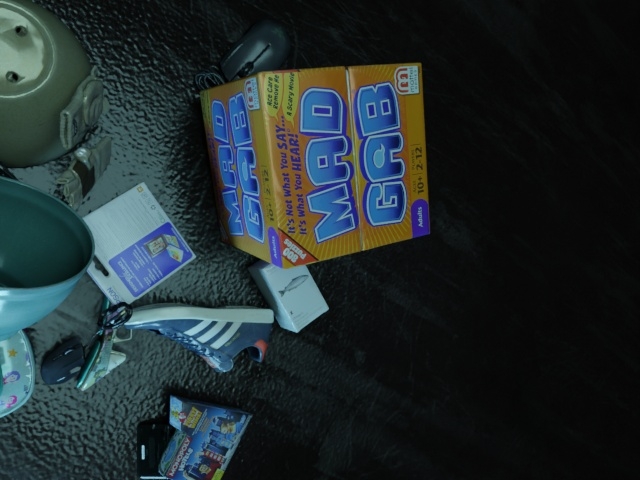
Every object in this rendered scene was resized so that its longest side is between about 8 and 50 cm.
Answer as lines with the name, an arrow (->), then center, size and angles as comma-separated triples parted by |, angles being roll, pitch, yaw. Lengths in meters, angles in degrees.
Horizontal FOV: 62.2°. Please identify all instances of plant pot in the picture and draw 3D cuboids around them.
plant pot -> -0.563, 0.050, 0.894 | 0.293, 0.293, 0.196 | 22, 116, -26

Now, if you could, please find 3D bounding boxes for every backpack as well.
backpack -> -0.657, 0.235, 0.960 | 0.253, 0.191, 0.225 | -13, 95, -32

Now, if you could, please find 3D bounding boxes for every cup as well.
cup -> -0.577, -0.311, 0.969 | 0.331, 0.237, 0.331 | 0, 90, -27

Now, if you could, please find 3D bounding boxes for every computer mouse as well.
computer mouse -> -0.477, 0.204, 1.070 | 0.242, 0.071, 0.041 | -42, 147, 4
computer mouse -> -0.154, -0.428, 1.283 | 0.188, 0.072, 0.272 | 37, 73, -21

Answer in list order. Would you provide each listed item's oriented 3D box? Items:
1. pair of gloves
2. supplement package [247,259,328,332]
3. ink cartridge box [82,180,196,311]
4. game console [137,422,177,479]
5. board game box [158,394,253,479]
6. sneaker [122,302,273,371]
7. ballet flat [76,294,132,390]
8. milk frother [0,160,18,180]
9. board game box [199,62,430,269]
pair of gloves -> -0.452, -0.189, 1.013 | 0.042, 0.240, 0.204 | 13, 42, -7
supplement package -> -0.079, 0.117, 1.300 | 0.105, 0.105, 0.179 | -34, 104, -23
ink cartridge box -> -0.412, 0.012, 1.144 | 0.208, 0.045, 0.206 | -39, 103, -30
game console -> -0.352, 0.469, 1.208 | 0.107, 0.071, 0.122 | -1, 89, 2
board game box -> -0.277, 0.437, 1.188 | 0.194, 0.060, 0.194 | 43, 64, -33
sneaker -> -0.262, 0.218, 1.178 | 0.350, 0.131, 0.148 | 8, 85, -33
ballet flat -> -0.445, 0.213, 1.129 | 0.079, 0.077, 0.221 | 20, 76, -30
milk frother -> -0.646, -0.087, 0.983 | 0.129, 0.143, 0.135 | 19, 78, -34
board game box -> -0.018, -0.176, 1.164 | 0.356, 0.356, 0.356 | -13, 105, -27
